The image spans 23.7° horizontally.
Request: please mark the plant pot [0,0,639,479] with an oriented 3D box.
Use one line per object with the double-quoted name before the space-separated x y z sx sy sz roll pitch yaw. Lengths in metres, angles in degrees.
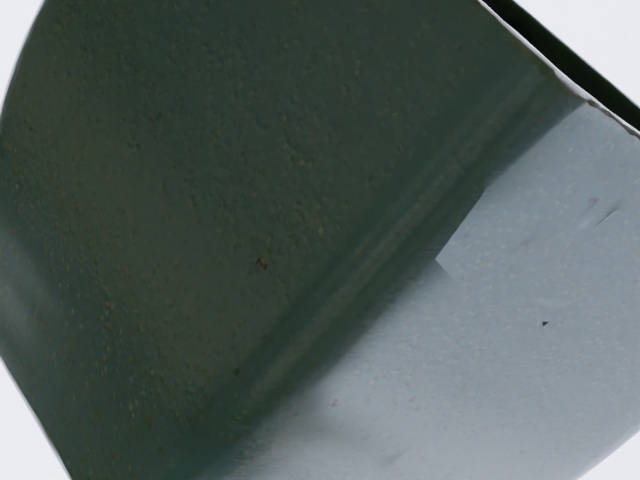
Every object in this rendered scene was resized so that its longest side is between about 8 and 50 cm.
"plant pot" 0.000 0.000 0.639 0.252 0.248 0.247 -50 -129 13
